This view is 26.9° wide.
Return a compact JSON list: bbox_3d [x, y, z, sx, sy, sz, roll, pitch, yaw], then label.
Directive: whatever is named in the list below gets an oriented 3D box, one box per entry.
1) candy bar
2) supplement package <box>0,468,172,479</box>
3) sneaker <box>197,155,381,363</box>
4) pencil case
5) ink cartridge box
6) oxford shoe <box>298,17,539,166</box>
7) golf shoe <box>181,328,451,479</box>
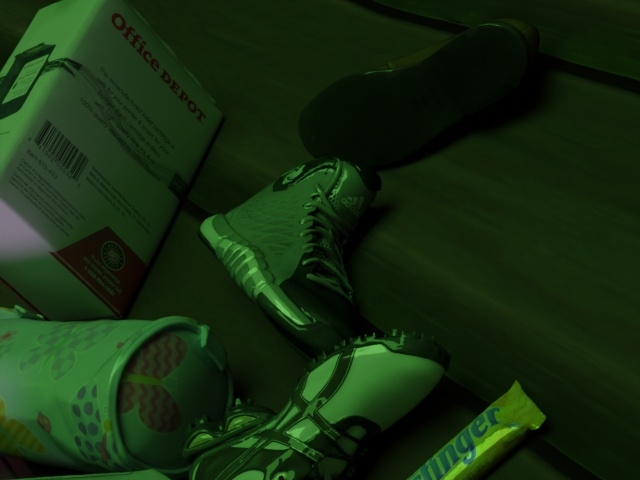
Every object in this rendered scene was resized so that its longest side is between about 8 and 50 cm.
[{"bbox_3d":[0.066,0.147,0.794,0.161,0.018,0.040,-40,35,0],"label":"candy bar"},{"bbox_3d":[-0.156,0.222,0.683,0.204,0.261,0.145,19,103,51],"label":"supplement package"},{"bbox_3d":[0.000,0.000,0.960,0.132,0.086,0.228,-41,34,-3],"label":"sneaker"},{"bbox_3d":[-0.189,0.109,0.997,0.273,0.113,0.124,0,32,44],"label":"pencil case"},{"bbox_3d":[-0.207,-0.073,1.157,0.100,0.172,0.237,-8,47,39],"label":"ink cartridge box"},{"bbox_3d":[0.078,-0.113,1.037,0.212,0.076,0.076,-19,10,32],"label":"oxford shoe"},{"bbox_3d":[0.003,0.129,0.837,0.198,0.077,0.094,-32,46,24],"label":"golf shoe"}]
